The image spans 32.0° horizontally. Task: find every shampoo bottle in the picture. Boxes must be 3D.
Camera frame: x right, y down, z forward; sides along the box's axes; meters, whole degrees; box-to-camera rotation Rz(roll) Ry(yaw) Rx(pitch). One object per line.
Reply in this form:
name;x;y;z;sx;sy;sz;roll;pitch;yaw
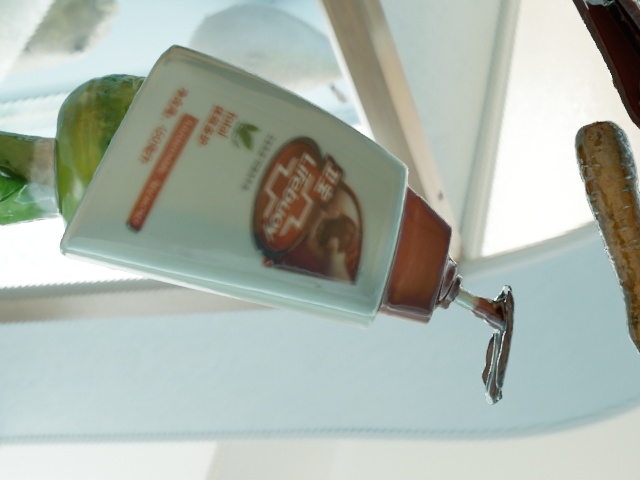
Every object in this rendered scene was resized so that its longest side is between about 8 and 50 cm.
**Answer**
shampoo bottle;0.000;0.000;0.694;0.284;0.071;0.153;25;-96;-1

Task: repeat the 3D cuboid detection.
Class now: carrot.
carrot;0.239;-0.003;0.883;0.047;0.047;0.191;-13;-101;13

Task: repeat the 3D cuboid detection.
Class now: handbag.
handbag;0.443;-0.195;1.366;0.084;0.260;0.275;-45;-139;29

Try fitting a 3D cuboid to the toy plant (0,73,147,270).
toy plant;-0.288;-0.054;1.043;0.316;0.184;0.224;-5;-173;1
